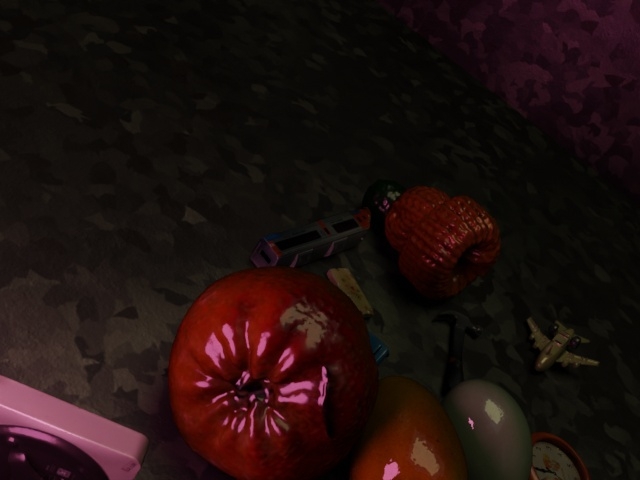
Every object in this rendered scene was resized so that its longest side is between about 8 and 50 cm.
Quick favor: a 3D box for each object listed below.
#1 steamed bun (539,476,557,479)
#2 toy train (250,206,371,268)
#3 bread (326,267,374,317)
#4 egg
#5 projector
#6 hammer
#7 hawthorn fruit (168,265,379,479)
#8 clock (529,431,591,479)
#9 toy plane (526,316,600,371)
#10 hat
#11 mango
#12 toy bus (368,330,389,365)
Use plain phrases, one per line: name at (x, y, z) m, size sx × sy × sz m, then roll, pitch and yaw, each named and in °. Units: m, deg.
steamed bun at (0.515, 0.613, 1.576) m, size 0.238 × 0.170 × 0.152 m, roll 41°, pitch 19°, yaw 10°
toy train at (0.000, 0.000, 1.908) m, size 0.409 × 0.086 × 0.089 m, roll -17°, pitch 61°, yaw -46°
bread at (0.074, 0.131, 1.871) m, size 0.068 × 0.028 × 0.154 m, roll -2°, pitch 49°, yaw -35°
egg at (0.339, 0.428, 1.572) m, size 0.203 × 0.202 × 0.283 m, roll -23°, pitch 104°, yaw -48°
projector at (-0.413, 0.330, 1.107) m, size 0.259 × 0.257 × 0.079 m, roll 25°, pitch 38°, yaw -11°
hammer at (0.337, 0.285, 1.890) m, size 0.137 × 0.037 × 0.290 m, roll 30°, pitch 37°, yaw -6°
hawthorn fruit at (-0.069, 0.231, 1.392) m, size 0.402 × 0.403 × 0.403 m, roll 20°, pitch 40°, yaw -18°
clock at (0.545, 0.545, 1.752) m, size 0.205 × 0.051 × 0.205 m, roll 20°, pitch 41°, yaw -18°
toy plane at (0.654, 0.294, 2.076) m, size 0.229 × 0.092 × 0.244 m, roll 34°, pitch 32°, yaw 26°
hat at (0.297, -0.052, 2.037) m, size 0.285 × 0.285 × 0.400 m, roll 0°, pitch 44°, yaw -36°
mango at (0.160, 0.413, 1.457) m, size 0.221 × 0.264 × 0.378 m, roll -1°, pitch 28°, yaw -5°
toy bus at (0.070, 0.277, 1.647) m, size 0.090 × 0.106 × 0.184 m, roll 40°, pitch 38°, yaw 11°
